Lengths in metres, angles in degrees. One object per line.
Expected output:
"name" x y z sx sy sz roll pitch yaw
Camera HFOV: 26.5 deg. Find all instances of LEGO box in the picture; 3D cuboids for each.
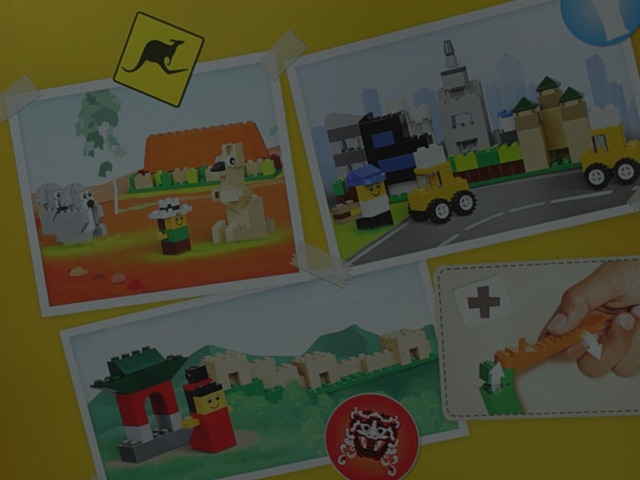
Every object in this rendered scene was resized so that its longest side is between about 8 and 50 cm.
"LEGO box" 0.000 0.000 0.789 0.193 0.500 0.373 -26 106 -78
